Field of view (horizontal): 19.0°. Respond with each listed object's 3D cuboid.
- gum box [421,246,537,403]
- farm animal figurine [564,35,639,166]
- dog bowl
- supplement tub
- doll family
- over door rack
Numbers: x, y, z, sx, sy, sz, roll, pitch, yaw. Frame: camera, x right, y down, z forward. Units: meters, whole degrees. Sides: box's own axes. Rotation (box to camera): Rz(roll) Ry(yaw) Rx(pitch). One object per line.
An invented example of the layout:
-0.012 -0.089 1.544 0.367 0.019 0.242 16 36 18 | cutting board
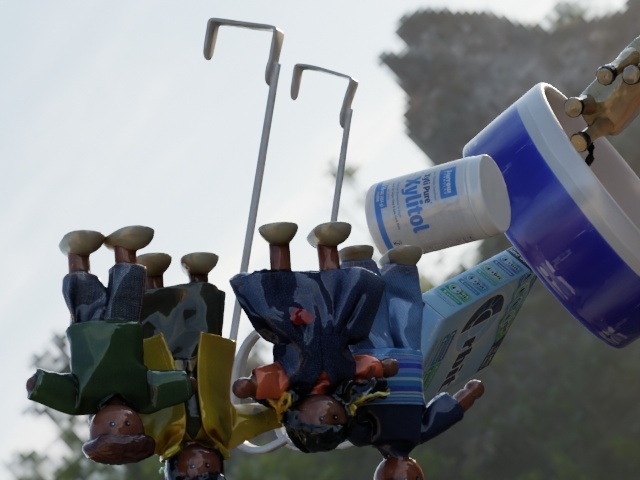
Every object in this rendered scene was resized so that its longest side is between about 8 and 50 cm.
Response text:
0.142 0.097 2.009 0.184 0.041 0.157 -25 -32 -47 | gum box
0.408 -0.196 1.797 0.172 0.330 0.326 -30 -53 -56 | farm animal figurine
0.263 -0.025 1.914 0.104 0.265 0.265 -39 -8 16 | dog bowl
0.098 -0.027 1.600 0.107 0.071 0.071 -16 2 24 | supplement tub
-0.022 0.056 0.765 0.193 0.111 0.076 -4 -20 -11 | doll family
0.000 0.000 1.478 0.108 0.324 0.239 -4 -6 15 | over door rack
